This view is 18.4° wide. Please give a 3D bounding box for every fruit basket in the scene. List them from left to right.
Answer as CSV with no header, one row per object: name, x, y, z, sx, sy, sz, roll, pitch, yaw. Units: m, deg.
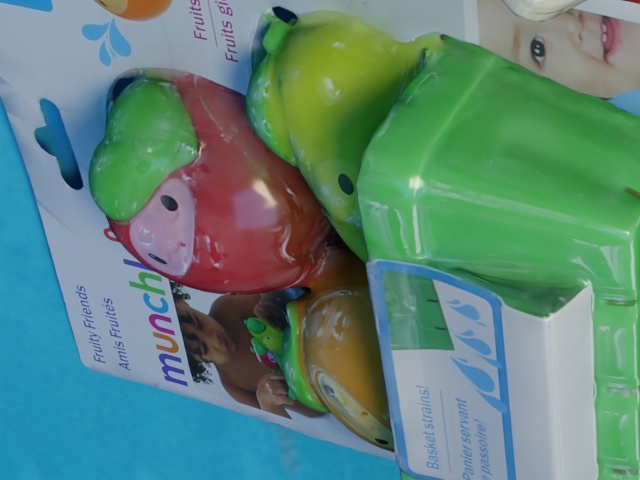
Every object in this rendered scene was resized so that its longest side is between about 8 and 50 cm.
fruit basket,0.000,0.000,0.897,0.353,0.165,0.327,11,136,20

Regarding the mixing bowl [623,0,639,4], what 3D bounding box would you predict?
mixing bowl,0.181,-0.130,0.919,0.181,0.098,0.181,-5,127,-6

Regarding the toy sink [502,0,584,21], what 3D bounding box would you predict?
toy sink,0.085,-0.224,0.709,0.234,0.153,0.131,55,142,4
